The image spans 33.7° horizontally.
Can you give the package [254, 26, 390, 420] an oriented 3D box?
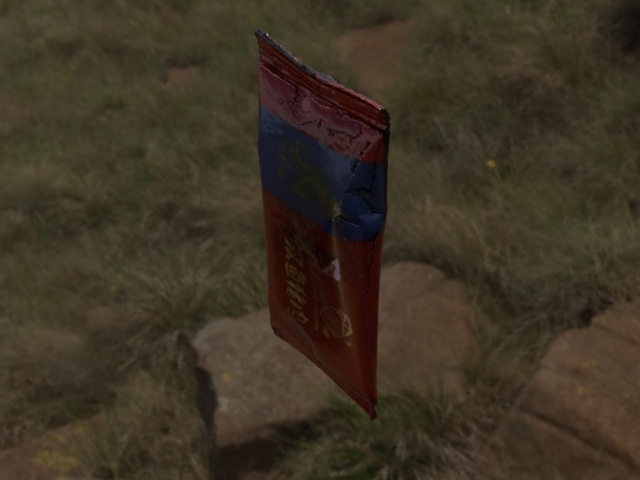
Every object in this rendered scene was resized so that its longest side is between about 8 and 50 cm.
[{"bbox_3d":[0.000,0.000,0.508,0.022,0.200,0.083,-33,51,-31],"label":"package"}]
